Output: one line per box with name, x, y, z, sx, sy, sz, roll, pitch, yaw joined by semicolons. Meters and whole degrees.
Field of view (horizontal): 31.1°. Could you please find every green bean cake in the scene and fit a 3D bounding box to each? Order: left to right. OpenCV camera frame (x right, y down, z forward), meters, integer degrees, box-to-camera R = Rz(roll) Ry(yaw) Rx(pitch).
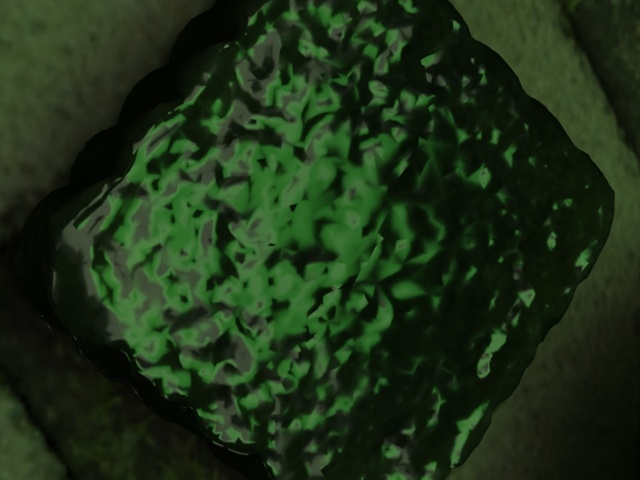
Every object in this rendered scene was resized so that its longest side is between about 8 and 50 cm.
green bean cake;0.000;0.000;0.445;0.183;0.094;0.185;44;69;-22
